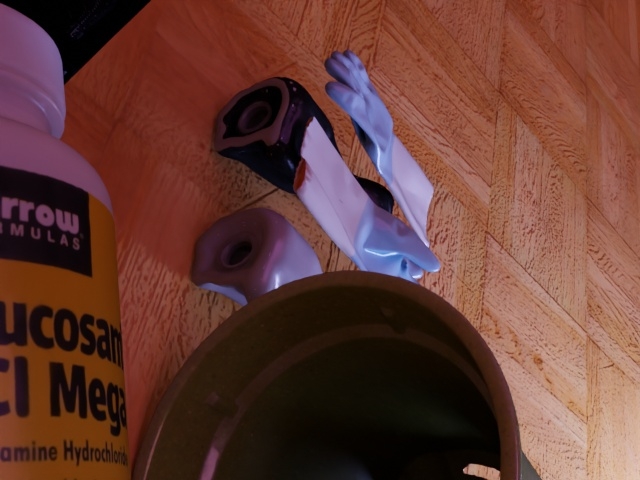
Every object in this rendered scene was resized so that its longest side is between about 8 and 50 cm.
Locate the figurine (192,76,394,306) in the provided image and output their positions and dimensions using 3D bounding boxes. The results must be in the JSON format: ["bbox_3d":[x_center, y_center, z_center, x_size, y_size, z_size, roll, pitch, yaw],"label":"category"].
[{"bbox_3d":[0.000,0.000,0.813,0.209,0.092,0.214,36,48,-41],"label":"figurine"}]

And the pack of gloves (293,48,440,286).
[{"bbox_3d":[0.064,-0.049,0.829,0.232,0.046,0.195,52,38,-42],"label":"pack of gloves"}]

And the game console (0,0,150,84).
[{"bbox_3d":[-0.179,-0.260,0.621,0.044,0.213,0.361,20,46,-45],"label":"game console"}]

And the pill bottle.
[{"bbox_3d":[-0.191,0.057,0.450,0.188,0.188,0.333,13,63,-48],"label":"pill bottle"}]

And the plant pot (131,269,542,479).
[{"bbox_3d":[0.052,0.199,0.656,0.254,0.276,0.276,42,43,-47],"label":"plant pot"}]
